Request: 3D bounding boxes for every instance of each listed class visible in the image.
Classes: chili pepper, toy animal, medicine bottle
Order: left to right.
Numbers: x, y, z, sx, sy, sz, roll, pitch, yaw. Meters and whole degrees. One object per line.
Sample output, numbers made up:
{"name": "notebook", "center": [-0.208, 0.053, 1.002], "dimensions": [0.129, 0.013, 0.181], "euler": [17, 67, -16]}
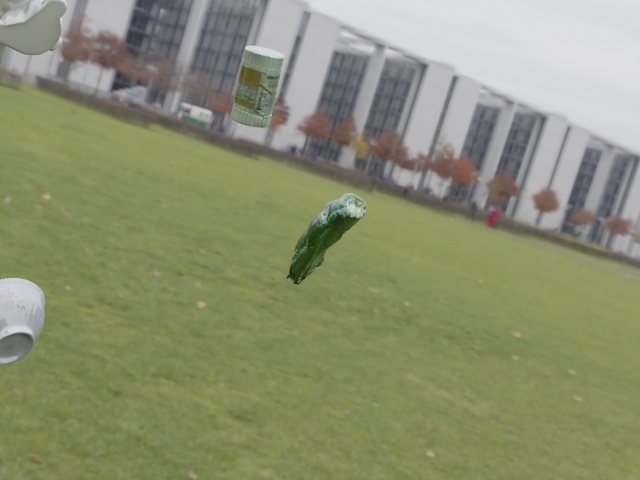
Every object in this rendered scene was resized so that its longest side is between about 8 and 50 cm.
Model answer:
{"name": "toy animal", "center": [-0.388, -0.307, 1.135], "dimensions": [0.181, 0.131, 0.127], "euler": [64, 1, 35]}
{"name": "medicine bottle", "center": [-0.071, -0.174, 1.006], "dimensions": [0.047, 0.083, 0.047], "euler": [13, 21, -5]}
{"name": "chili pepper", "center": [-0.002, -0.002, 1.500], "dimensions": [0.061, 0.224, 0.098], "euler": [45, 49, 3]}

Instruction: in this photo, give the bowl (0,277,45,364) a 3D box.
{"name": "bowl", "center": [-0.566, 0.165, 1.591], "dimensions": [0.189, 0.189, 0.086], "euler": [11, 32, -51]}
